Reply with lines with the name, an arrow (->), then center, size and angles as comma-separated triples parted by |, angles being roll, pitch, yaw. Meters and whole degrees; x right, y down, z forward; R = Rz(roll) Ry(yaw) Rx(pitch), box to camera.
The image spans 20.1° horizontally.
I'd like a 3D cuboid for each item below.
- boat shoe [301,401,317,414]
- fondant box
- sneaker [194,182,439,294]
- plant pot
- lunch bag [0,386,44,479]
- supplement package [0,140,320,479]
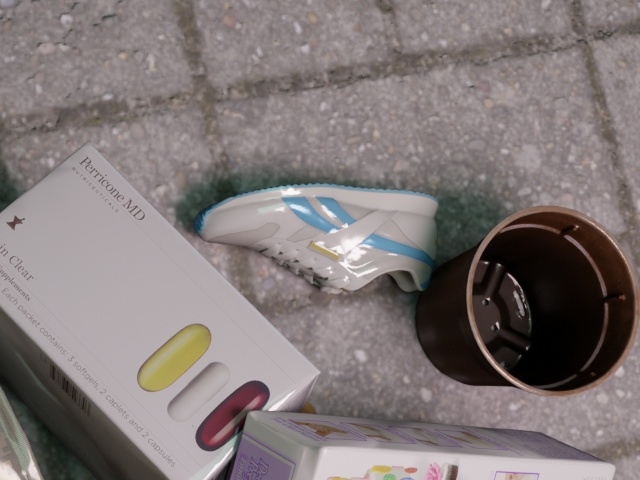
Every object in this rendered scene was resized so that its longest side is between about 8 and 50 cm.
boat shoe -> -0.079, 0.195, 1.565 | 0.170, 0.059, 0.063 | -34, 111, -19
fondant box -> 0.064, 0.265, 1.405 | 0.330, 0.096, 0.238 | 9, 99, -43
sneaker -> 0.000, 0.000, 1.610 | 0.228, 0.087, 0.092 | 2, 83, -18
plant pot -> 0.174, 0.063, 1.622 | 0.167, 0.165, 0.167 | 3, 81, -19
lunch bag -> -0.361, 0.166, 1.407 | 0.235, 0.169, 0.287 | -25, 86, -22
supplement package -> -0.152, 0.090, 1.441 | 0.262, 0.204, 0.145 | 44, 68, 9
